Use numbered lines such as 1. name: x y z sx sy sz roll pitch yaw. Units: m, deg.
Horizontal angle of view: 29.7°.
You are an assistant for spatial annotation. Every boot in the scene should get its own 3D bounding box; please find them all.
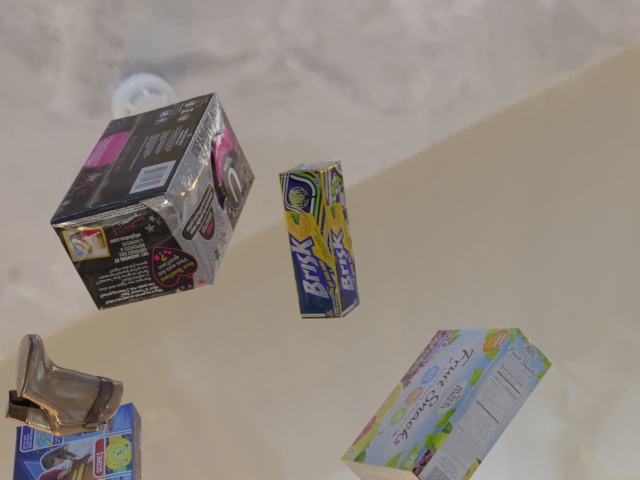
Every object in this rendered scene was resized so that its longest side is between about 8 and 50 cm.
1. boot: -0.199 0.115 0.958 0.087 0.042 0.118 7 -40 -20

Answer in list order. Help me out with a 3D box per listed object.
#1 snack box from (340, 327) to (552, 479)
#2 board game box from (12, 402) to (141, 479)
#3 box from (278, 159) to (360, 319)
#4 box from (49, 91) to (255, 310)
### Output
1. snack box: 0.141 0.196 1.375 0.070 0.174 0.207 45 -110 -15
2. board game box: -0.257 0.273 1.269 0.136 0.201 0.035 -12 -44 5
3. box: 0.000 0.000 1.344 0.059 0.054 0.169 -32 -65 -62
4. box: -0.196 -0.050 1.488 0.163 0.247 0.142 -12 -58 18
